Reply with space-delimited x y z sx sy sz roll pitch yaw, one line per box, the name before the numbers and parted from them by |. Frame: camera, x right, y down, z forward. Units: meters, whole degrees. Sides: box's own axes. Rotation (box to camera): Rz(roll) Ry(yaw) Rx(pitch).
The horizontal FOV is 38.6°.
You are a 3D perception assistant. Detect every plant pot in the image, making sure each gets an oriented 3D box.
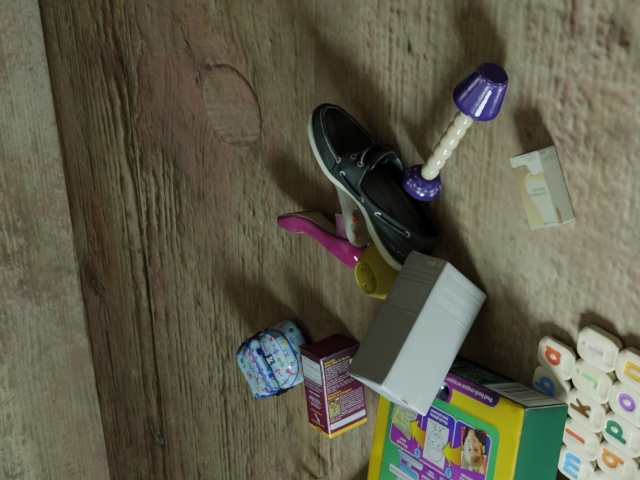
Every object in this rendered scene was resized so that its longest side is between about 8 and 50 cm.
plant pot | 0.118 0.054 1.680 0.134 0.095 0.134 31 130 46

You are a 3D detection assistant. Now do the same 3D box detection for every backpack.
backpack | -0.097 0.270 2.096 0.173 0.117 0.158 -35 78 54

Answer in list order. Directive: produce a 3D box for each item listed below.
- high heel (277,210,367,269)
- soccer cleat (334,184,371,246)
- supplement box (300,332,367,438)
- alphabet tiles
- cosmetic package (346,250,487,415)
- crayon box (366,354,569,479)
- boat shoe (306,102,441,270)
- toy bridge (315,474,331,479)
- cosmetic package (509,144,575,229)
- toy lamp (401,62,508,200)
high heel | 0.000 0.000 1.844 0.244 0.082 0.117 2 98 42
soccer cleat | 0.062 -0.086 1.725 0.076 0.068 0.196 6 104 58
supplement box | 0.028 0.306 1.936 0.081 0.104 0.188 19 121 52
alphabet tiles | 0.436 0.273 1.390 0.278 0.021 0.284 32 131 44
cosmetic package | 0.161 0.154 1.522 0.127 0.238 0.107 40 167 -35
crayon box | 0.234 0.372 1.565 0.363 0.106 0.313 20 106 57
boat shoe | 0.099 -0.111 1.595 0.340 0.127 0.113 63 146 9
toy bridge | -0.007 0.611 2.184 0.026 0.063 0.188 53 142 27
cosmetic package | 0.327 -0.077 1.351 0.060 0.041 0.115 -14 94 57
toy lamp | 0.213 -0.169 1.443 0.080 0.080 0.274 57 147 21
